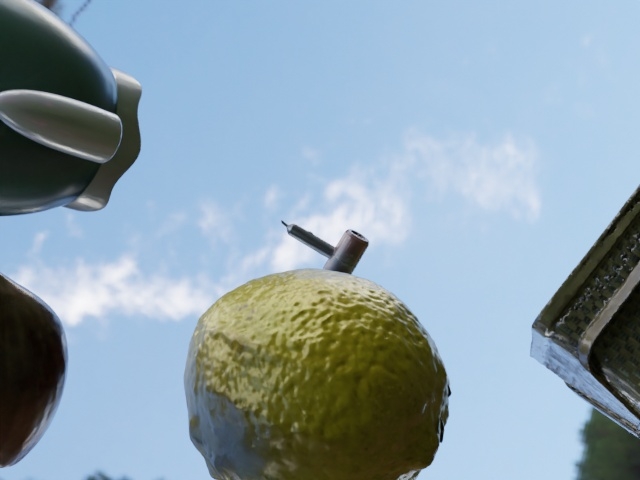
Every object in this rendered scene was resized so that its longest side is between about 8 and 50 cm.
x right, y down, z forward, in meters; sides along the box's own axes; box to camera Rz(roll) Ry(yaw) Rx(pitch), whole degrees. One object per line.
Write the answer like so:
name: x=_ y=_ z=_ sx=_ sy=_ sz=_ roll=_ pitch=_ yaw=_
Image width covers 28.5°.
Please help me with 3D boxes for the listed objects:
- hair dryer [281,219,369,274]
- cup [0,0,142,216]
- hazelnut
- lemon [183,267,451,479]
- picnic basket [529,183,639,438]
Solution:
hair dryer: x=0.000 y=0.000 z=1.628 sx=0.063 sy=0.114 sz=0.037 roll=-60 pitch=1 yaw=12
cup: x=-0.221 y=-0.090 z=0.867 sx=0.173 sy=0.299 sz=0.167 roll=18 pitch=-90 yaw=-39
hazelnut: x=-0.352 y=0.117 z=1.222 sx=0.212 sy=0.181 sz=0.181 roll=17 pitch=-106 yaw=-14
lemon: x=-0.012 y=0.155 z=1.331 sx=0.268 sy=0.322 sz=0.268 roll=-28 pitch=-56 yaw=-51
picnic basket: x=0.275 y=0.064 z=1.038 sx=0.165 sy=0.139 sz=0.267 roll=-52 pitch=-14 yaw=-4
